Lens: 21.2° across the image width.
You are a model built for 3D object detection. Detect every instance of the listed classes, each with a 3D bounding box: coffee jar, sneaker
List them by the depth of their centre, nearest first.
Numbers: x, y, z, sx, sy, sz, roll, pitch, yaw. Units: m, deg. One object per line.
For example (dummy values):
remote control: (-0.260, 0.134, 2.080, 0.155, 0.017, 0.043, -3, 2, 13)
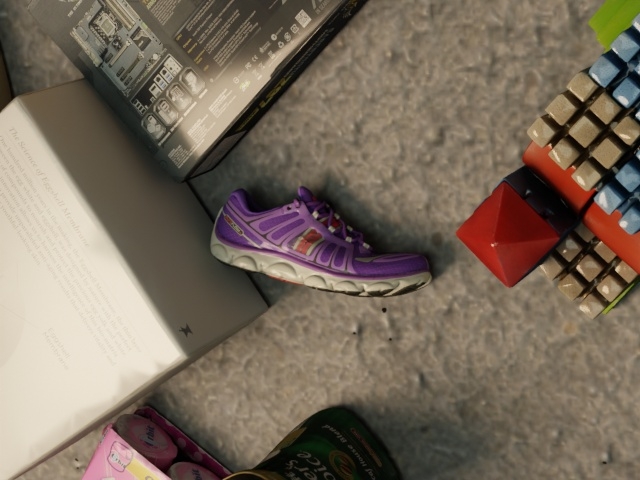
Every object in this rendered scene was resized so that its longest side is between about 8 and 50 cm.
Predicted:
coffee jar: (-0.018, 0.193, 1.230, 0.079, 0.184, 0.096, -40, 85, 29)
sneaker: (0.000, 0.000, 1.241, 0.170, 0.068, 0.071, 14, 92, 17)

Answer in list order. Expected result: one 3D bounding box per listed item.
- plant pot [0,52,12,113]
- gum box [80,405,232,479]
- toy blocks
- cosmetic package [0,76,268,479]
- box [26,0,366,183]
plant pot: (-0.306, -0.107, 1.345, 0.109, 0.109, 0.096, -20, 105, 29)
gum box: (-0.112, 0.229, 1.356, 0.188, 0.062, 0.107, 37, 117, 13)
toy blocks: (0.219, -0.082, 0.995, 0.191, 0.261, 0.381, 45, 119, 9)
cosmetic package: (-0.203, 0.029, 1.305, 0.224, 0.138, 0.224, -35, 87, 31)
box: (-0.083, -0.184, 1.233, 0.183, 0.059, 0.233, 48, 119, 8)
